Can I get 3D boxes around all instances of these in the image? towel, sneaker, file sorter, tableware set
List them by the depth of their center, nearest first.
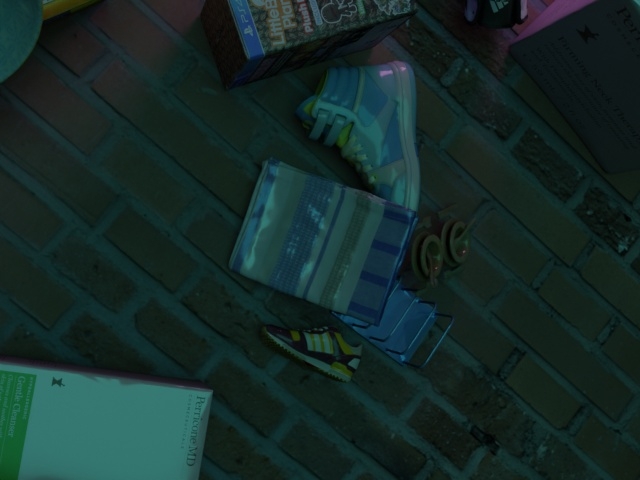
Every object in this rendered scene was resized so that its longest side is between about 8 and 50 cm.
[{"bbox_3d":[0.324,-0.483,1.454,0.169,0.447,0.257,-1,96,5],"label":"sneaker"},{"bbox_3d":[0.000,0.000,1.486,0.285,0.034,0.209,21,91,14],"label":"towel"},{"bbox_3d":[0.057,-0.153,1.532,0.208,0.127,0.318,0,81,-15],"label":"sneaker"},{"bbox_3d":[-0.015,0.174,1.537,0.186,0.069,0.083,31,73,-18],"label":"sneaker"},{"bbox_3d":[0.217,0.016,1.545,0.194,0.039,0.128,-23,109,-53],"label":"tableware set"},{"bbox_3d":[0.128,0.128,1.551,0.170,0.104,0.118,37,80,-11],"label":"file sorter"}]

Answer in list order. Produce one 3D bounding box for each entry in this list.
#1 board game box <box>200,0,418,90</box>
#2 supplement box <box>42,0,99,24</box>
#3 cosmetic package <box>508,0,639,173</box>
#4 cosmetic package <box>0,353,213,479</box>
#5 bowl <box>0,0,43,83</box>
[{"bbox_3d":[-0.026,-0.372,1.457,0.291,0.232,0.141,-19,93,-15],"label":"board game box"},{"bbox_3d":[-0.467,-0.498,1.325,0.194,0.195,0.356,-27,109,-13],"label":"supplement box"},{"bbox_3d":[0.610,-0.355,1.541,0.327,0.394,0.329,-43,98,-12],"label":"cosmetic package"},{"bbox_3d":[-0.368,0.294,1.391,0.366,0.155,0.196,9,84,-13],"label":"cosmetic package"},{"bbox_3d":[-0.522,-0.336,1.161,0.290,0.289,0.156,-18,54,-14],"label":"bowl"}]
